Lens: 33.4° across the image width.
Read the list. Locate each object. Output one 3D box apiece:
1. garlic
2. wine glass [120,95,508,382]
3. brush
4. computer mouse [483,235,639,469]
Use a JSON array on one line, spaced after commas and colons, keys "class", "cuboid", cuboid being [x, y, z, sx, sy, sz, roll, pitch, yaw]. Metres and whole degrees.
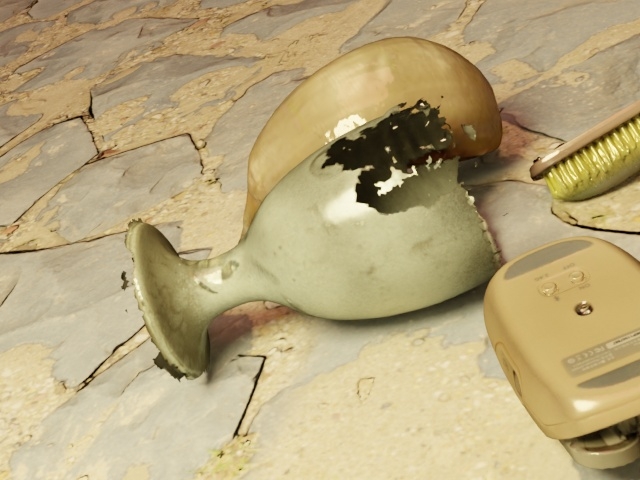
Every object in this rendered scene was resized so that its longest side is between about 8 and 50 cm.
[{"class": "garlic", "cuboid": [0.039, -0.093, 1.162, 0.339, 0.196, 0.151, -24, 52, -1]}, {"class": "wine glass", "cuboid": [0.000, 0.003, 1.021, 0.357, 0.190, 0.190, -22, 29, 11]}, {"class": "brush", "cuboid": [0.355, -0.132, 1.067, 0.313, 0.067, 0.072, -33, -4, 9]}, {"class": "computer mouse", "cuboid": [0.215, 0.083, 0.837, 0.145, 0.082, 0.236, -23, 31, -1]}]
